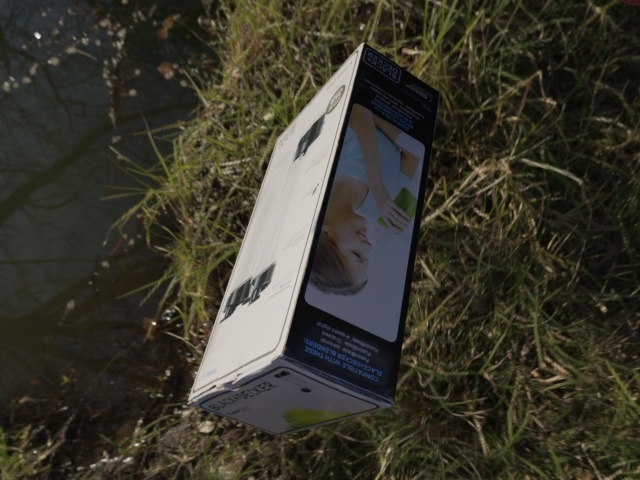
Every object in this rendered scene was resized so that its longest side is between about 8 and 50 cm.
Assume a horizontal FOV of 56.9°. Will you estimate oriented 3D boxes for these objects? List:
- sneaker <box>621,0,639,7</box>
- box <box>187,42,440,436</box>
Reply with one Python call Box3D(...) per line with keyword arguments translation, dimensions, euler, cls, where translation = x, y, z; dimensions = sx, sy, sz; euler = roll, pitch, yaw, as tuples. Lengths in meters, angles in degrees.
Box3D(translation=(0.295, -0.275, 0.563), dimensions=(0.075, 0.063, 0.170), euler=(-57, 39, 21), cls="sneaker")
Box3D(translation=(0.000, 0.000, 0.491), dimensions=(0.087, 0.169, 0.290), euler=(28, 54, -19), cls="box")
